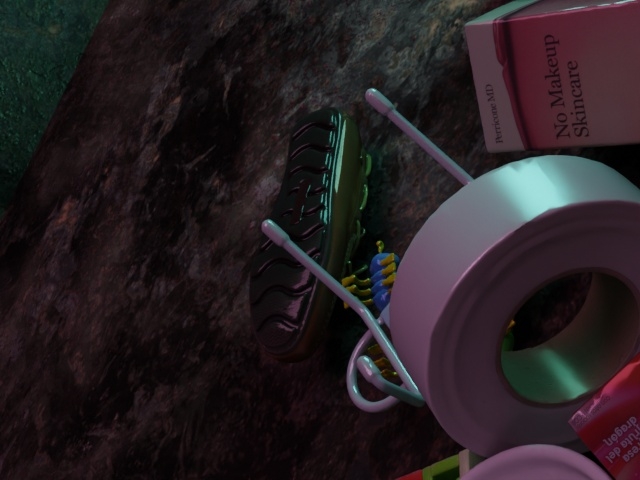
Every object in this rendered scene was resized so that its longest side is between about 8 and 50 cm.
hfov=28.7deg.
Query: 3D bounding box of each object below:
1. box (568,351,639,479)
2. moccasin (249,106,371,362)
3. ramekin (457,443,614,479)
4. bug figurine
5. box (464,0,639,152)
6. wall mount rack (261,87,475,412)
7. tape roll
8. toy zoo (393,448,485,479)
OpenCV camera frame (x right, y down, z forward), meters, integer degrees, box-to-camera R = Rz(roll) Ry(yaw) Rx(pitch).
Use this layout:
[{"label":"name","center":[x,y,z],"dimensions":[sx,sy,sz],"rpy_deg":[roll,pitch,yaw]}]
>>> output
[{"label":"box","center":[0.351,0.111,1.043],"dimensions":[0.257,0.128,0.122],"rpy_deg":[-48,64,18]},{"label":"moccasin","center":[-0.003,0.001,1.682],"dimensions":[0.139,0.147,0.380],"rpy_deg":[-19,44,28]},{"label":"ramekin","center":[0.205,0.332,1.098],"dimensions":[0.277,0.135,0.277],"rpy_deg":[-34,39,34]},{"label":"bug figurine","center":[0.150,0.059,1.462],"dimensions":[0.279,0.072,0.216],"rpy_deg":[-26,51,36]},{"label":"box","center":[0.288,-0.181,1.299],"dimensions":[0.232,0.148,0.127],"rpy_deg":[-2,19,37]},{"label":"wall mount rack","center":[0.091,0.007,1.395],"dimensions":[0.350,0.130,0.304],"rpy_deg":[-50,40,13]},{"label":"tape roll","center":[0.212,0.068,1.163],"dimensions":[0.286,0.286,0.100],"rpy_deg":[-53,31,12]},{"label":"toy zoo","center":[0.066,0.363,1.370],"dimensions":[0.293,0.030,0.192],"rpy_deg":[-31,42,38]}]
